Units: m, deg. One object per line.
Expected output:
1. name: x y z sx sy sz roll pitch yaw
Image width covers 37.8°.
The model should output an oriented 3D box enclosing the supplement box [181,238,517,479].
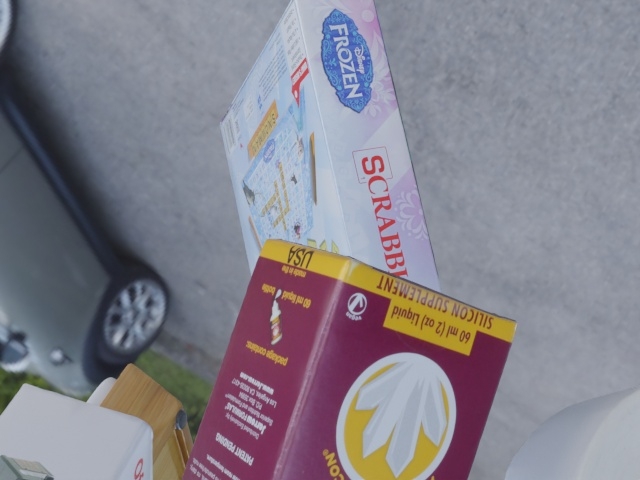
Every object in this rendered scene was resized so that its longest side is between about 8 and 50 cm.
1. supplement box: 0.003 0.106 0.431 0.104 0.188 0.081 21 175 -31

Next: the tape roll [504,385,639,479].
1. tape roll: 0.276 0.253 0.718 0.286 0.286 0.100 39 148 -9

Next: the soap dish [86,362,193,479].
1. soap dish: -0.241 0.326 1.086 0.118 0.291 0.229 7 129 18

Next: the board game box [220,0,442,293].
1. board game box: 0.000 0.000 0.798 0.319 0.066 0.318 149 110 -72

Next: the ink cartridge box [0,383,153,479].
1. ink cartridge box: -0.232 0.277 0.696 0.115 0.273 0.198 16 131 8
